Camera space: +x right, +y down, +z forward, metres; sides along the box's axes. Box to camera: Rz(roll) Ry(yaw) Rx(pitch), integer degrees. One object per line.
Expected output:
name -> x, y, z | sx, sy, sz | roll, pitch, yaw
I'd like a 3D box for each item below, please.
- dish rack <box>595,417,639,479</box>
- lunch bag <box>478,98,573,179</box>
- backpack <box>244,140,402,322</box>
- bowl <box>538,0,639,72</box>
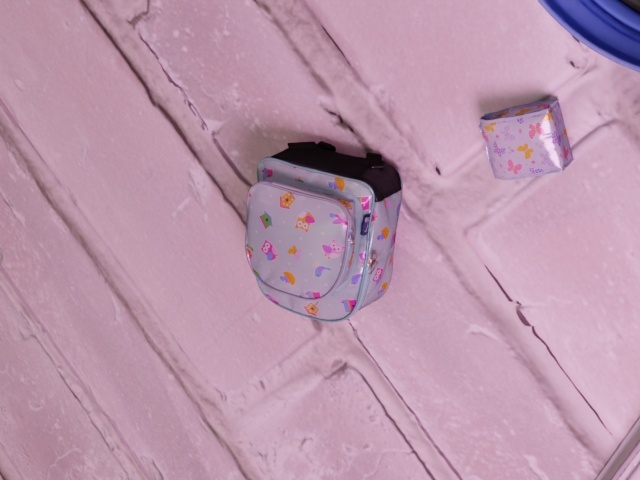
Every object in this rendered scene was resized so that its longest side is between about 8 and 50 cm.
dish rack -> 0.434, 0.284, 1.282 | 0.285, 0.072, 0.333 | 37, 128, 17
lunch bag -> 0.209, -0.103, 1.284 | 0.083, 0.053, 0.071 | -10, 106, 29
backpack -> 0.000, 0.000, 1.426 | 0.166, 0.144, 0.188 | 14, 121, 25
bowl -> 0.335, -0.332, 1.072 | 0.391, 0.077, 0.391 | 15, 118, 30
